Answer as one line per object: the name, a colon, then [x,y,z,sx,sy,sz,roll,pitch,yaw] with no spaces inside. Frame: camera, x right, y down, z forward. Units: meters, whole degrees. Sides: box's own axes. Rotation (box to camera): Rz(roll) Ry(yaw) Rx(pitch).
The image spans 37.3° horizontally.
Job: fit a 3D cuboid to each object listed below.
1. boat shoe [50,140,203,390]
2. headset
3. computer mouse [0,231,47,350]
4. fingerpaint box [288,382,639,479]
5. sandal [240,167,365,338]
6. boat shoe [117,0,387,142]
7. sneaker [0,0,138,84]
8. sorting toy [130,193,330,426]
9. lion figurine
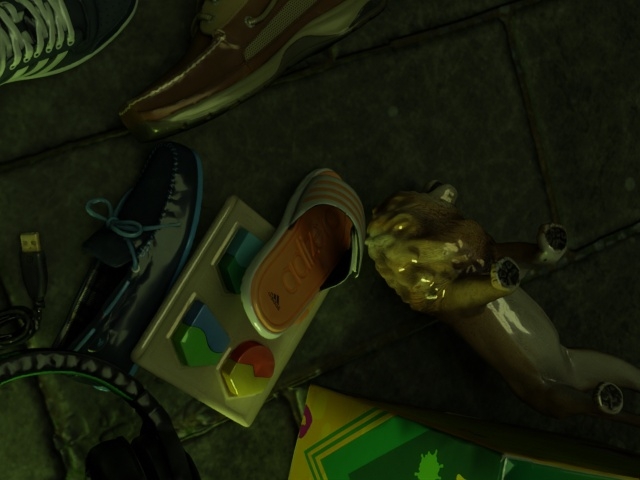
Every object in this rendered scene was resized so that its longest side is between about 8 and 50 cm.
boat shoe: [-0.190,0.020,0.932,0.089,0.109,0.258,21,81,-36]
headset: [-0.222,0.282,0.905,0.243,0.185,0.394,-39,103,-21]
computer mouse: [-0.354,0.000,0.880,0.184,0.060,0.262,-14,99,-23]
fingerpaint box: [0.240,0.294,1.008,0.445,0.371,0.163,16,85,-26]
sandal: [0.005,0.009,0.976,0.102,0.076,0.265,61,31,-22]
boat shoe: [-0.078,-0.215,0.979,0.324,0.122,0.120,-38,102,-28]
sneaker: [-0.279,-0.191,0.854,0.282,0.153,0.099,-27,104,-22]
sorting toy: [-0.078,0.081,0.985,0.208,0.038,0.193,43,74,-46]
lion figurine: [0.213,0.098,1.027,0.142,0.240,0.392,-39,97,-26]
